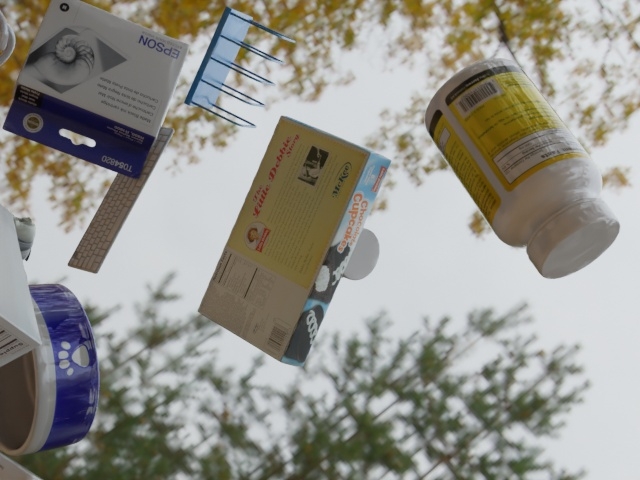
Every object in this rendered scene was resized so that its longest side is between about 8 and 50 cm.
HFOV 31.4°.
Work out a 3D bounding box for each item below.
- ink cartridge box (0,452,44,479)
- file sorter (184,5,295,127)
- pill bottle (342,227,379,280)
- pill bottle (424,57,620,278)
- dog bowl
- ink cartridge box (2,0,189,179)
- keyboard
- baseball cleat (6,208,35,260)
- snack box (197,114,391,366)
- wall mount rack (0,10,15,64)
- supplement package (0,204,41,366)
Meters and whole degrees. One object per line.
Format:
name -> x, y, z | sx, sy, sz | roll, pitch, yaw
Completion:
ink cartridge box -> -0.376, 0.403, 1.301 | 0.198, 0.270, 0.197 | 43, -20, -33
file sorter -> -0.129, -0.280, 1.878 | 0.104, 0.170, 0.118 | 28, 10, 11
pill bottle -> 0.000, 0.000, 1.751 | 0.193, 0.108, 0.108 | 20, -44, 50
pill bottle -> 0.317, -0.111, 1.779 | 0.188, 0.187, 0.334 | 100, -33, -54
dog bowl -> -0.453, 0.201, 1.794 | 0.264, 0.104, 0.265 | 7, -81, 52
ink cartridge box -> -0.336, -0.233, 1.713 | 0.223, 0.224, 0.045 | 20, -13, -11
keyboard -> -0.303, -0.066, 1.735 | 0.072, 0.256, 0.014 | 9, -23, 45
baseball cleat -> -0.548, -0.001, 1.773 | 0.072, 0.205, 0.110 | 35, -67, 59
snack box -> -0.041, -0.003, 1.644 | 0.187, 0.322, 0.060 | 27, 5, 38
wall mount rack -> -0.607, -0.222, 1.662 | 0.130, 0.350, 0.304 | 55, -50, 32
supplement package -> -0.462, 0.025, 1.191 | 0.263, 0.198, 0.199 | 53, 11, -55
